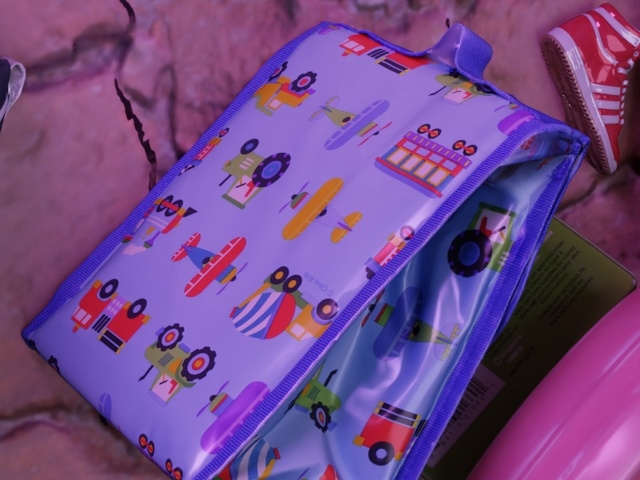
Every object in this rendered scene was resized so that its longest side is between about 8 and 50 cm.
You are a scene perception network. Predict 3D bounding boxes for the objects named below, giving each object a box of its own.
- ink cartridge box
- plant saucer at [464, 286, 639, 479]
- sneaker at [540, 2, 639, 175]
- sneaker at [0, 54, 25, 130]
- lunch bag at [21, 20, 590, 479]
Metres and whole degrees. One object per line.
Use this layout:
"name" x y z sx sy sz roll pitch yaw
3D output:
"ink cartridge box" 0.121 0.106 1.156 0.189 0.097 0.255 -48 162 -9
"plant saucer" 0.176 0.145 1.074 0.332 0.084 0.332 -43 160 -20
"sneaker" 0.198 -0.106 1.144 0.067 0.042 0.118 -34 122 -15
"sneaker" -0.240 -0.096 0.817 0.235 0.094 0.153 34 87 -39
"lunch bag" 0.000 0.000 0.937 0.138 0.221 0.293 35 88 -39
